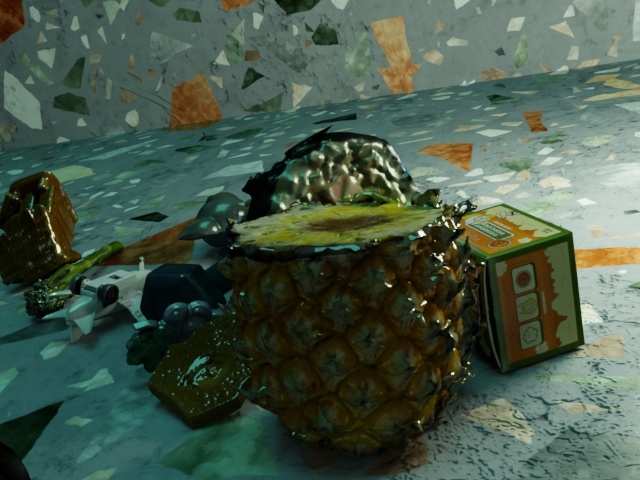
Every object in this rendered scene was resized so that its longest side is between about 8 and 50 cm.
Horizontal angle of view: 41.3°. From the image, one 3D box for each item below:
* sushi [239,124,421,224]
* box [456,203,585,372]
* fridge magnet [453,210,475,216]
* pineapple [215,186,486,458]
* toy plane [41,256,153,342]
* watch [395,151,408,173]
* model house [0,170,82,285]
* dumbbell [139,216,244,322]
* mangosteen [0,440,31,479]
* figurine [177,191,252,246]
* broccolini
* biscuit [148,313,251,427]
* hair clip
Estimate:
[{"bbox_3d":[0.000,0.000,1.418,0.329,0.328,0.285,-38,16,-23],"label":"sushi"},{"bbox_3d":[0.264,0.063,1.244,0.148,0.177,0.195,-17,19,-13],"label":"box"},{"bbox_3d":[0.248,0.005,1.562,0.208,0.088,0.208,-10,19,4],"label":"fridge magnet"},{"bbox_3d":[0.048,0.097,1.085,0.352,0.300,0.352,-11,19,4],"label":"pineapple"},{"bbox_3d":[-0.401,0.105,1.637,0.251,0.101,0.255,14,29,28],"label":"toy plane"},{"bbox_3d":[0.095,-0.112,1.826,0.196,0.200,0.171,-11,22,-10],"label":"watch"},{"bbox_3d":[-0.647,0.000,1.909,0.199,0.219,0.229,-20,46,9],"label":"model house"},{"bbox_3d":[-0.179,0.068,1.553,0.143,0.156,0.316,-35,1,37],"label":"dumbbell"},{"bbox_3d":[-0.441,0.263,0.938,0.231,0.289,0.231,-12,-23,-5],"label":"mangosteen"},{"bbox_3d":[-0.172,-0.035,1.864,0.265,0.140,0.193,-15,30,39],"label":"figurine"},{"bbox_3d":[-0.540,0.082,1.879,0.074,0.079,0.392,-18,9,15],"label":"broccolini"},{"bbox_3d":[-0.144,0.179,1.273,0.215,0.034,0.182,-41,42,-22],"label":"biscuit"},{"bbox_3d":[-0.220,0.150,1.360,0.195,0.124,0.052,-18,24,-18],"label":"hair clip"}]
